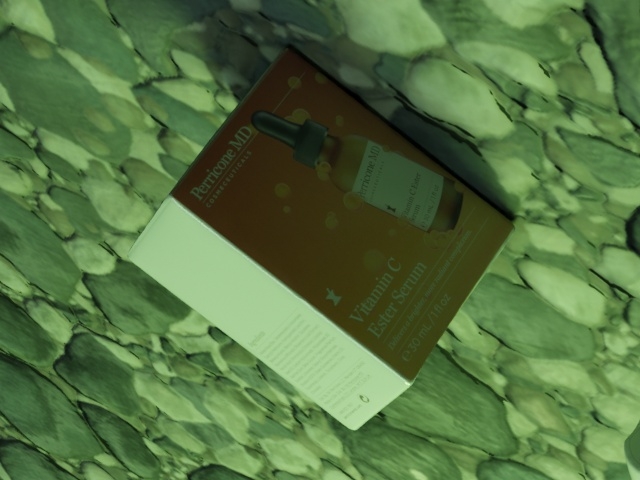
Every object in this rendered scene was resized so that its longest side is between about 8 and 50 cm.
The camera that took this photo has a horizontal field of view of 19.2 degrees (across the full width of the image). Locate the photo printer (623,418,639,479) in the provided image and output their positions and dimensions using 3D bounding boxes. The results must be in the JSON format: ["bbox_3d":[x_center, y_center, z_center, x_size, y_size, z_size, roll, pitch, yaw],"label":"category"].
[{"bbox_3d":[0.328,0.168,1.020,0.307,0.107,0.256,-10,127,50],"label":"photo printer"}]

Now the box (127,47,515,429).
[{"bbox_3d":[0.000,0.000,1.087,0.170,0.130,0.091,37,150,-4],"label":"box"}]
